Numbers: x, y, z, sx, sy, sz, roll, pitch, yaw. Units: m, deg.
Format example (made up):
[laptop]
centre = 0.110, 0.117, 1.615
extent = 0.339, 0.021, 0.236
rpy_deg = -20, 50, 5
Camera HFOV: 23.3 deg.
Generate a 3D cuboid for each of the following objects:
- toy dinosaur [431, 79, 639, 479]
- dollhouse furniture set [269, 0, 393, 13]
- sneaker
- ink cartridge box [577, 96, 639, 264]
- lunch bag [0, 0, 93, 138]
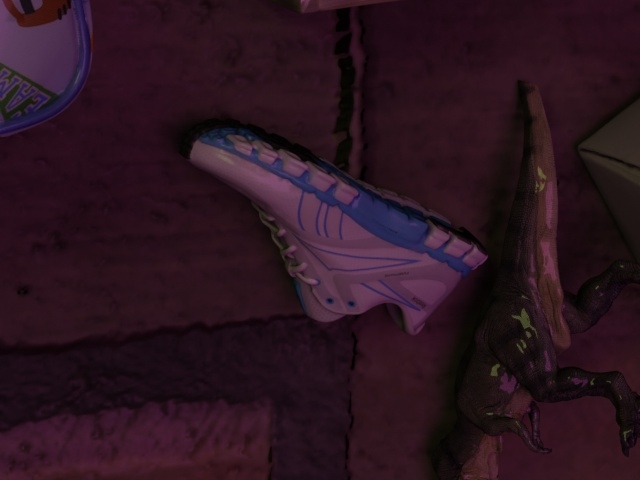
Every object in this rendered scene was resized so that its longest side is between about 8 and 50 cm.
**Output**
[toy dinosaur]
centre = 0.137, 0.052, 0.890
extent = 0.064, 0.118, 0.268
rpy_deg = -16, 119, -65
[dollhouse furniture set]
centre = 0.067, -0.190, 0.776
extent = 0.184, 0.129, 0.129
rpy_deg = -11, 109, -19
[sneaker]
centre = 0.000, 0.000, 0.841
extent = 0.191, 0.071, 0.083
rpy_deg = 27, 100, -26
[ink cartridge box]
centre = 0.340, -0.049, 0.928
extent = 0.306, 0.131, 0.226
rpy_deg = -36, 116, -7
[lunch bag]
centre = -0.240, -0.169, 0.658
extent = 0.243, 0.115, 0.303
rpy_deg = -18, 108, -16
